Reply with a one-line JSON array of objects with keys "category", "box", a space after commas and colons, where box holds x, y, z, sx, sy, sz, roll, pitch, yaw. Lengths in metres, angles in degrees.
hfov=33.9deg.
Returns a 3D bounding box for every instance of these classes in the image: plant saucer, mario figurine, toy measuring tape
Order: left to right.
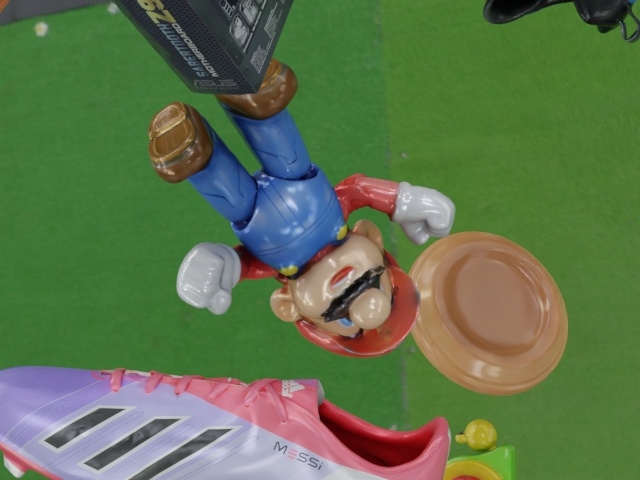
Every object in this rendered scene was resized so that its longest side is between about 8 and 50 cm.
[{"category": "mario figurine", "box": [0.000, 0.000, 0.902, 0.198, 0.320, 0.170, -16, 43, 25]}, {"category": "toy measuring tape", "box": [0.192, 0.395, 1.343, 0.121, 0.121, 0.330, -2, 84, 22]}, {"category": "plant saucer", "box": [0.194, 0.075, 1.187, 0.200, 0.037, 0.200, 8, 62, -14]}]

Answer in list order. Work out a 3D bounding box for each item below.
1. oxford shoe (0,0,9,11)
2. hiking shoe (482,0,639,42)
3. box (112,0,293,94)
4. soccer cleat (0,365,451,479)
[{"category": "oxford shoe", "box": [-0.274, -0.155, 0.601, 0.130, 0.133, 0.363, 35, 101, 14]}, {"category": "hiking shoe", "box": [0.131, -0.244, 0.836, 0.304, 0.113, 0.132, 23, 96, 47]}, {"category": "box", "box": [-0.064, -0.237, 0.655, 0.059, 0.183, 0.232, 6, 66, 28]}, {"category": "soccer cleat", "box": [-0.052, 0.100, 0.547, 0.248, 0.083, 0.095, 21, 105, -11]}]
